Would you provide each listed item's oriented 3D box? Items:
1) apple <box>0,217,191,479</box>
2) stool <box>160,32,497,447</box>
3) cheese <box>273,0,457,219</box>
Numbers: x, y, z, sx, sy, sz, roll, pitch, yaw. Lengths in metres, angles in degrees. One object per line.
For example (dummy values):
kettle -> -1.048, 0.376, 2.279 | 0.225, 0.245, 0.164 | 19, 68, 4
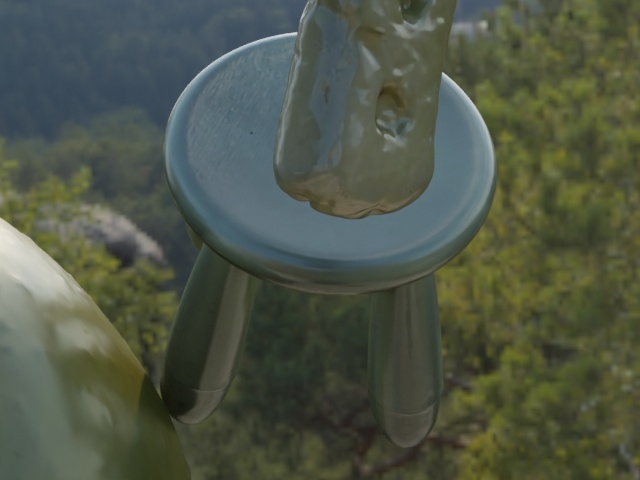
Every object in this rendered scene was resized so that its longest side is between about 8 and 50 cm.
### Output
apple -> -0.286, 0.200, 0.883 | 0.474, 0.473, 0.473 | -5, 13, 1
stool -> 0.000, 0.000, 0.964 | 0.195, 0.198, 0.195 | 6, 53, -1
cheese -> 0.026, -0.103, 0.579 | 0.065, 0.194, 0.043 | 12, 0, -40
